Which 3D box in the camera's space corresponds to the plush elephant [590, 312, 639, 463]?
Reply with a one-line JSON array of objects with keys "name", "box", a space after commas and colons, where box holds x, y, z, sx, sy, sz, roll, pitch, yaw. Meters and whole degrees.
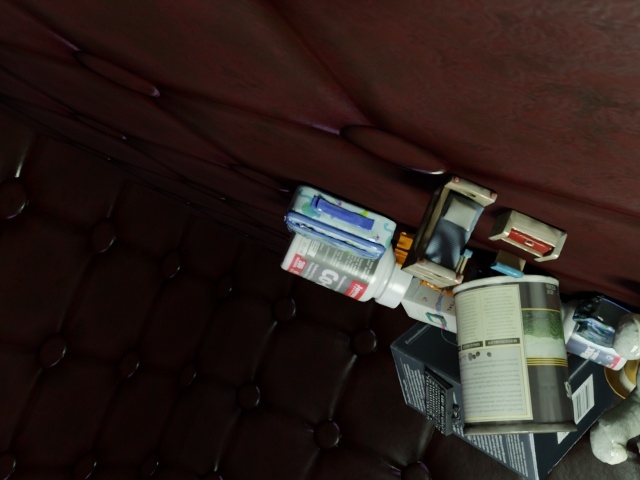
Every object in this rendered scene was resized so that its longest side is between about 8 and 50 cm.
[{"name": "plush elephant", "box": [0.626, 0.258, 1.166, 0.329, 0.272, 0.255, -7, -154, -32]}]

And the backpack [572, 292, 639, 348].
[{"name": "backpack", "box": [0.526, 0.153, 1.401, 0.105, 0.084, 0.114, 24, 177, 0]}]

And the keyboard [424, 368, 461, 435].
[{"name": "keyboard", "box": [0.269, 0.370, 1.665, 0.108, 0.023, 0.180, 34, 148, 35]}]

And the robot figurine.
[{"name": "robot figurine", "box": [0.253, 0.060, 1.565, 0.211, 0.085, 0.291, 21, 174, 23]}]

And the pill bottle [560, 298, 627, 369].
[{"name": "pill bottle", "box": [0.530, 0.179, 1.512, 0.180, 0.108, 0.108, 21, 174, 11]}]

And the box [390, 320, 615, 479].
[{"name": "box", "box": [0.410, 0.302, 1.709, 0.395, 0.293, 0.212, 25, 142, 45]}]

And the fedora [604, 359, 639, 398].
[{"name": "fedora", "box": [0.675, 0.251, 1.516, 0.194, 0.194, 0.079, 19, 137, 28]}]

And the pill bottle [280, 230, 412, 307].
[{"name": "pill bottle", "box": [0.066, 0.042, 1.728, 0.283, 0.161, 0.161, 23, 174, -5]}]

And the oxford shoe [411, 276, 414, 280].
[{"name": "oxford shoe", "box": [0.235, 0.104, 2.221, 0.212, 0.076, 0.076, 17, 143, 58]}]

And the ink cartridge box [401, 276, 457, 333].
[{"name": "ink cartridge box", "box": [0.315, 0.135, 1.712, 0.231, 0.134, 0.078, 16, 148, 41]}]

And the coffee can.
[{"name": "coffee can", "box": [0.356, 0.218, 1.397, 0.201, 0.276, 0.201, -2, 165, -1]}]

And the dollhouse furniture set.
[{"name": "dollhouse furniture set", "box": [0.226, 0.013, 1.019, 0.183, 0.129, 0.129, 23, 174, -1]}]

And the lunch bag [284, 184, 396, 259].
[{"name": "lunch bag", "box": [0.037, -0.034, 1.520, 0.218, 0.090, 0.176, 21, 172, -2]}]
